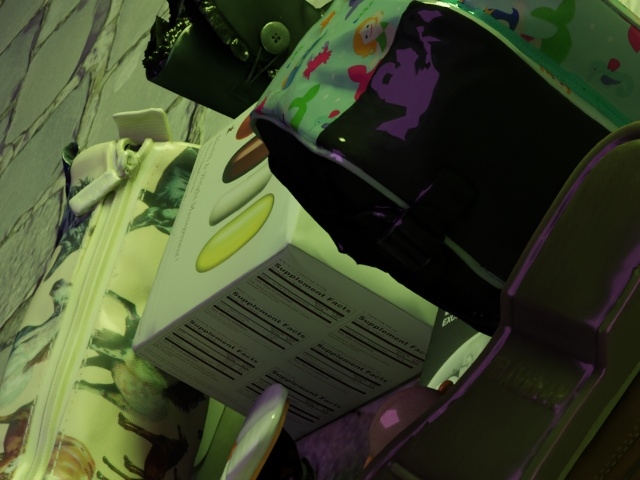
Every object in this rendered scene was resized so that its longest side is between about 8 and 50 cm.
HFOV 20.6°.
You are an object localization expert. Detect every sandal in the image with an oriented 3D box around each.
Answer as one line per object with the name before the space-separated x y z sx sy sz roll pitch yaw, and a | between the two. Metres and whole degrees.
sandal | -0.046 0.207 1.185 0.102 0.076 0.265 -66 -1 -56

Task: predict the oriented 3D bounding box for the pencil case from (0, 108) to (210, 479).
pencil case | -0.164 0.108 1.305 0.160 0.183 0.410 -5 52 24

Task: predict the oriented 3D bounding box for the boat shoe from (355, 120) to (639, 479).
boat shoe | 0.099 0.103 0.743 0.307 0.104 0.111 -54 31 4

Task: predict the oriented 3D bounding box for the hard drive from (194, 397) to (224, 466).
hard drive | -0.161 0.115 1.558 0.318 0.040 0.210 -21 43 55

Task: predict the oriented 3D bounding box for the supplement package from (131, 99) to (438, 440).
supplement package | 0.000 0.000 1.238 0.203 0.149 0.194 -34 33 46

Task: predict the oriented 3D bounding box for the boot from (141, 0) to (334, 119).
boot | -0.011 -0.192 1.430 0.246 0.207 0.094 -61 23 -9

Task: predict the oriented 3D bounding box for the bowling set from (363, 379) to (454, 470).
bowling set | 0.012 0.219 0.894 0.287 0.154 0.200 -42 44 -2

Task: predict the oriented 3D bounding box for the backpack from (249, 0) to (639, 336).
backpack | 0.084 -0.048 0.924 0.191 0.225 0.253 -56 16 -8

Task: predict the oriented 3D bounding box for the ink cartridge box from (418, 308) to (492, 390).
ink cartridge box | 0.141 0.039 1.039 0.206 0.045 0.208 -31 33 48
